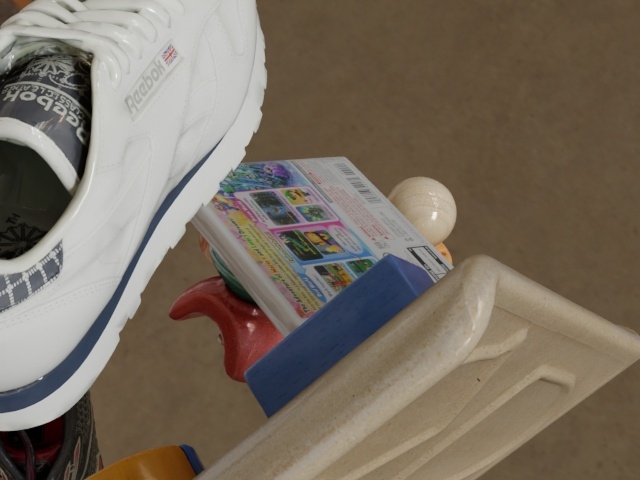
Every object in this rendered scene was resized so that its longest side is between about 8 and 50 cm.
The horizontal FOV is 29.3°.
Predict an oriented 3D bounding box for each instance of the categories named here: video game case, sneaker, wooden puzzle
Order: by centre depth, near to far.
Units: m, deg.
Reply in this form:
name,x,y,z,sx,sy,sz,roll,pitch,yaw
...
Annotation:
name,x,y,z,sx,sy,sz,roll,pitch,yaw
sneaker,-0.076,-0.052,0.427,0.090,0.095,0.235,11,55,8
wooden puzzle,-0.003,0.118,0.640,0.322,0.348,0.080,-40,70,14
video game case,0.000,0.000,0.753,0.157,0.143,0.019,48,131,37
sneaker,-0.210,0.187,0.869,0.112,0.121,0.299,-147,49,-72

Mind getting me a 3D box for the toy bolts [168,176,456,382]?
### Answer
name,x,y,z,sx,sy,sz,roll,pitch,yaw
toy bolts,-0.018,-0.008,0.990,0.218,0.228,0.158,38,117,23
